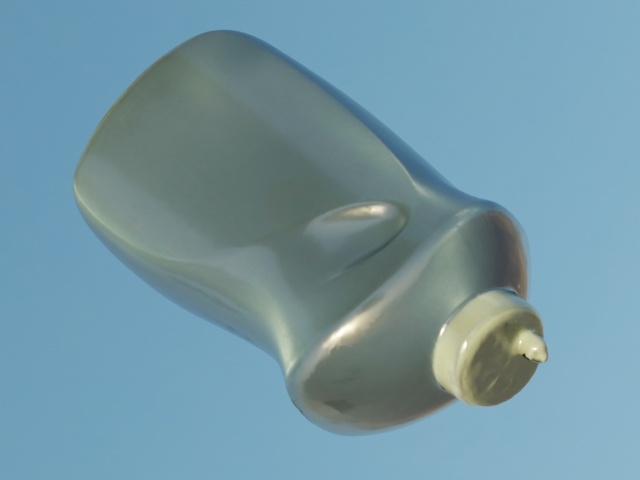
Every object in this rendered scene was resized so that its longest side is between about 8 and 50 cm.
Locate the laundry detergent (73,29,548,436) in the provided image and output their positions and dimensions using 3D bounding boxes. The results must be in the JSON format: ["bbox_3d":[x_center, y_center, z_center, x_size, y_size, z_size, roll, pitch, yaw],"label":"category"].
[{"bbox_3d":[0.001,0.001,0.607,0.097,0.206,0.061,-48,-46,-8],"label":"laundry detergent"}]
